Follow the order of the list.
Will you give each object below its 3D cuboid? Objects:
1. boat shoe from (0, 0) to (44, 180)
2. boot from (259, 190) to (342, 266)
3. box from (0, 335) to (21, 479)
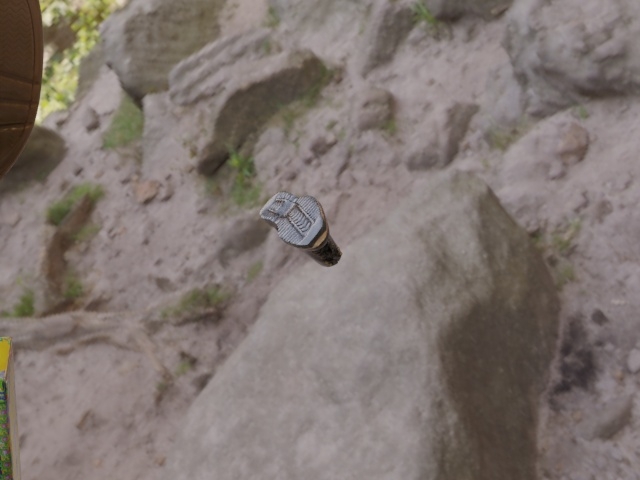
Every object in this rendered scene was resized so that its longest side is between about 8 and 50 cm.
[{"bbox_3d":[-0.306,-0.067,0.699,0.110,0.121,0.341,44,118,40],"label":"boat shoe"},{"bbox_3d":[0.000,0.000,1.365,0.077,0.137,0.198,-46,25,0],"label":"boot"},{"bbox_3d":[-0.647,0.331,1.524,0.279,0.290,0.177,-2,19,-15],"label":"box"}]
